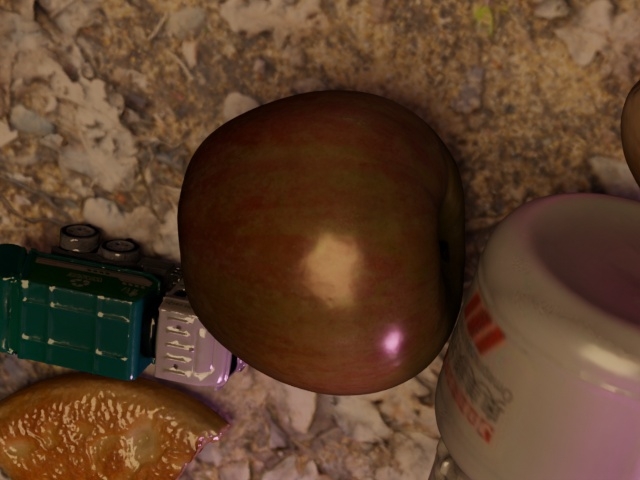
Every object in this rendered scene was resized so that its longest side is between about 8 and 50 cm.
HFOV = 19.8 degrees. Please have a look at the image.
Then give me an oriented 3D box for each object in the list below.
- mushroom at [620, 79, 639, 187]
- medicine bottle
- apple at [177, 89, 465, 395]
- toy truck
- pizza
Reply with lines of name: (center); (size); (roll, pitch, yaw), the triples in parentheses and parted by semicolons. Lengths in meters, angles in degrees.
mushroom: (0.371, -0.133, 1.406); (0.292, 0.292, 0.290); (-6, 73, 18)
medicine bottle: (0.218, 0.150, 1.513); (0.256, 0.256, 0.325); (22, 122, 8)
apple: (0.000, 0.000, 1.526); (0.234, 0.257, 0.257); (5, 108, 12)
toy truck: (-0.186, 0.065, 1.676); (0.253, 0.124, 0.114); (11, 112, 14)
pizza: (-0.215, 0.191, 1.758); (0.271, 0.056, 0.134); (-13, 101, 18)
